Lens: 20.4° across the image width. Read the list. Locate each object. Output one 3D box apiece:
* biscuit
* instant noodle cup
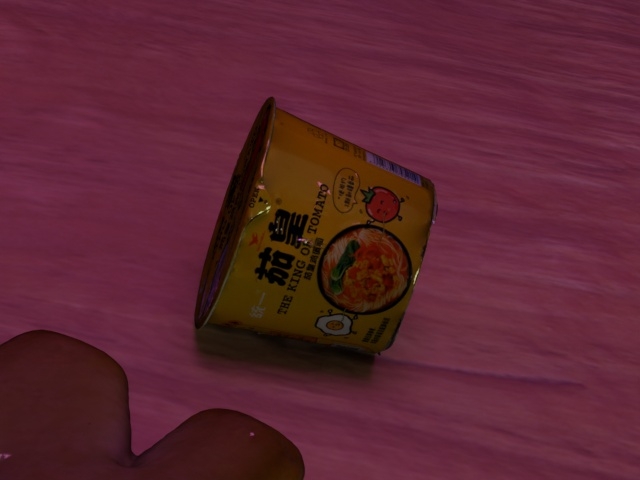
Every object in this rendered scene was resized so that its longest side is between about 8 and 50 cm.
[{"bbox_3d":[-0.162,0.153,1.088,0.237,0.062,0.290,23,27,19],"label":"biscuit"},{"bbox_3d":[0.000,0.000,1.336,0.144,0.182,0.182,18,27,-8],"label":"instant noodle cup"}]
